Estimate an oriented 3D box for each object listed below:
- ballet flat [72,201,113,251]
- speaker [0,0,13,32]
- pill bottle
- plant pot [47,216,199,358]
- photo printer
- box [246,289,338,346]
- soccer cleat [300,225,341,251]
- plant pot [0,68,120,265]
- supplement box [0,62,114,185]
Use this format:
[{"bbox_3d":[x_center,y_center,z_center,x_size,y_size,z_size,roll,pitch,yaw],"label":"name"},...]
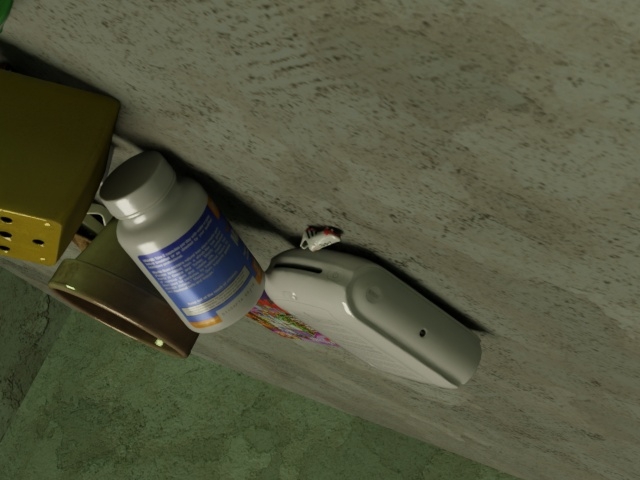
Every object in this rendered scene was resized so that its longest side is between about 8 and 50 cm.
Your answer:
[{"bbox_3d":[-0.480,-0.060,2.217,0.124,0.116,0.342,-6,152,28],"label":"ballet flat"},{"bbox_3d":[-0.435,-0.262,1.310,0.131,0.131,0.296,32,165,-23],"label":"speaker"},{"bbox_3d":[-0.212,-0.001,1.754,0.152,0.152,0.272,10,142,48],"label":"pill bottle"},{"bbox_3d":[-0.291,0.040,1.947,0.263,0.229,0.263,24,167,6],"label":"plant pot"},{"bbox_3d":[0.069,0.113,1.818,0.307,0.107,0.256,35,165,-30],"label":"photo printer"},{"bbox_3d":[-0.072,0.133,2.256,0.201,0.057,0.293,32,165,-25],"label":"box"},{"bbox_3d":[0.000,0.000,1.676,0.029,0.036,0.083,35,164,-33],"label":"soccer cleat"},{"bbox_3d":[-0.408,-0.088,1.580,0.212,0.187,0.212,14,153,-10],"label":"plant pot"},{"bbox_3d":[-0.438,-0.161,1.732,0.130,0.073,0.239,-8,149,31],"label":"supplement box"}]
